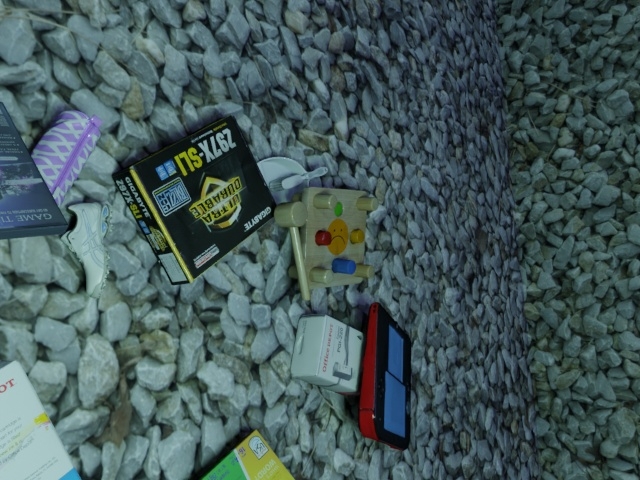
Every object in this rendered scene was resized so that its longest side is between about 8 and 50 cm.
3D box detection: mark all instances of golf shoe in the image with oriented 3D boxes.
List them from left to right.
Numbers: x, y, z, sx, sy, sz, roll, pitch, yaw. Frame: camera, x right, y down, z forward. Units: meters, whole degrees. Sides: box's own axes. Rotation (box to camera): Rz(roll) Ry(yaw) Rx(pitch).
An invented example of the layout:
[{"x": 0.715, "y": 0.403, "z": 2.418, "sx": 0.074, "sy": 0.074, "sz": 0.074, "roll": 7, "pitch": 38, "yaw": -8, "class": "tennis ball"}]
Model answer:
[{"x": -0.421, "y": 0.017, "z": 1.072, "sx": 0.086, "sy": 0.069, "sz": 0.176, "roll": 5, "pitch": 74, "yaw": -30, "class": "golf shoe"}]

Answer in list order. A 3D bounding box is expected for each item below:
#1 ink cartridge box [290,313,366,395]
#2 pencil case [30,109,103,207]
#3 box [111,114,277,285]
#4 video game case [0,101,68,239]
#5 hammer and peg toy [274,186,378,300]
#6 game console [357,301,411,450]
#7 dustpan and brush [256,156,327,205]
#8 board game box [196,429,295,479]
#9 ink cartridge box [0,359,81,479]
[{"x": 0.035, "y": 0.295, "z": 1.530, "sx": 0.218, "sy": 0.092, "sz": 0.158, "roll": 31, "pitch": 59, "yaw": -41, "class": "ink cartridge box"}, {"x": -0.454, "y": -0.129, "z": 1.030, "sx": 0.086, "sy": 0.088, "sz": 0.206, "roll": 41, "pitch": 51, "yaw": -41, "class": "pencil case"}, {"x": -0.250, "y": -0.095, "z": 1.283, "sx": 0.322, "sy": 0.079, "sz": 0.257, "roll": -43, "pitch": 113, "yaw": -47, "class": "box"}, {"x": -0.522, "y": -0.111, "z": 0.884, "sx": 0.196, "sy": 0.026, "sz": 0.274, "roll": -9, "pitch": 59, "yaw": -51, "class": "video game case"}, {"x": 0.000, "y": 0.000, "z": 1.502, "sx": 0.361, "sy": 0.127, "sz": 0.265, "roll": -3, "pitch": 97, "yaw": -51, "class": "hammer and peg toy"}, {"x": 0.193, "y": 0.384, "z": 1.641, "sx": 0.386, "sy": 0.060, "sz": 0.341, "roll": 50, "pitch": 45, "yaw": -59, "class": "game console"}, {"x": -0.060, "y": -0.157, "z": 1.542, "sx": 0.211, "sy": 0.060, "sz": 0.147, "roll": -28, "pitch": 103, "yaw": -50, "class": "dustpan and brush"}, {"x": -0.121, "y": 0.580, "z": 1.193, "sx": 0.316, "sy": 0.064, "sz": 0.242, "roll": 51, "pitch": 40, "yaw": 5, "class": "board game box"}, {"x": -0.480, "y": 0.305, "z": 0.830, "sx": 0.171, "sy": 0.168, "sz": 0.232, "roll": -34, "pitch": 108, "yaw": -48, "class": "ink cartridge box"}]
